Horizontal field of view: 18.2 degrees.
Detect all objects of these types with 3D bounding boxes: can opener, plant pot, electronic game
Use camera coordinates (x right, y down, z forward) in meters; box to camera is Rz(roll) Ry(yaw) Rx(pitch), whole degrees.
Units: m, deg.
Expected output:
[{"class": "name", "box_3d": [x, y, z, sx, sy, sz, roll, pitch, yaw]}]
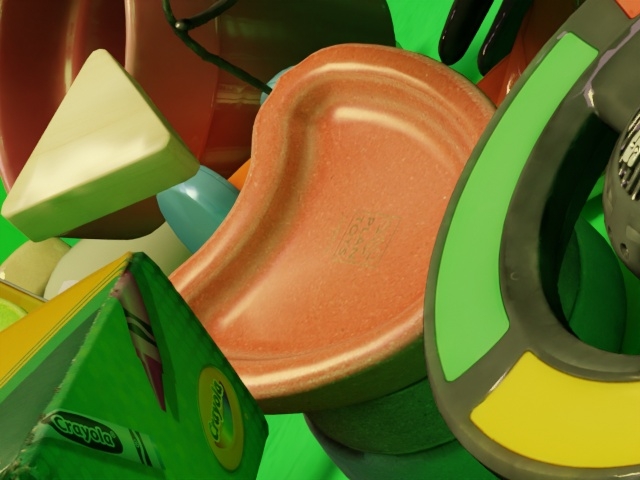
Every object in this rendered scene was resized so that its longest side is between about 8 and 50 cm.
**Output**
[{"class": "can opener", "box_3d": [0.119, -0.171, 1.095, 0.059, 0.073, 0.186, 9, 66, 36]}, {"class": "plant pot", "box_3d": [-0.066, -0.098, 1.103, 0.201, 0.180, 0.201, -5, 84, 61]}, {"class": "electronic game", "box_3d": [0.118, -0.025, 0.561, 0.229, 0.048, 0.229, -36, 31, 26]}]

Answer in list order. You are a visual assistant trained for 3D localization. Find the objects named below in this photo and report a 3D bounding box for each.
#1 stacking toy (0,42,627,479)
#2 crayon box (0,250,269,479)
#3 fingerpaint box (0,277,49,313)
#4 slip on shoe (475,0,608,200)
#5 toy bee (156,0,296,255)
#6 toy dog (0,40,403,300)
[{"class": "stacking toy", "box_3d": [-0.042, 0.079, 0.759, 0.279, 0.130, 0.309, 21, 72, 47]}, {"class": "crayon box", "box_3d": [-0.155, 0.127, 0.600, 0.278, 0.081, 0.165, -32, 13, 15]}, {"class": "fingerpaint box", "box_3d": [-0.244, 0.262, 1.036, 0.445, 0.163, 0.371, 114, -179, -62]}, {"class": "slip on shoe", "box_3d": [0.130, -0.120, 0.765, 0.331, 0.101, 0.123, -48, 17, 49]}, {"class": "toy bee", "box_3d": [0.000, 0.000, 0.941, 0.195, 0.162, 0.298, -50, -18, 1]}, {"class": "toy dog", "box_3d": [-0.081, -0.019, 1.223, 0.161, 0.220, 0.334, 76, -149, -74]}]
